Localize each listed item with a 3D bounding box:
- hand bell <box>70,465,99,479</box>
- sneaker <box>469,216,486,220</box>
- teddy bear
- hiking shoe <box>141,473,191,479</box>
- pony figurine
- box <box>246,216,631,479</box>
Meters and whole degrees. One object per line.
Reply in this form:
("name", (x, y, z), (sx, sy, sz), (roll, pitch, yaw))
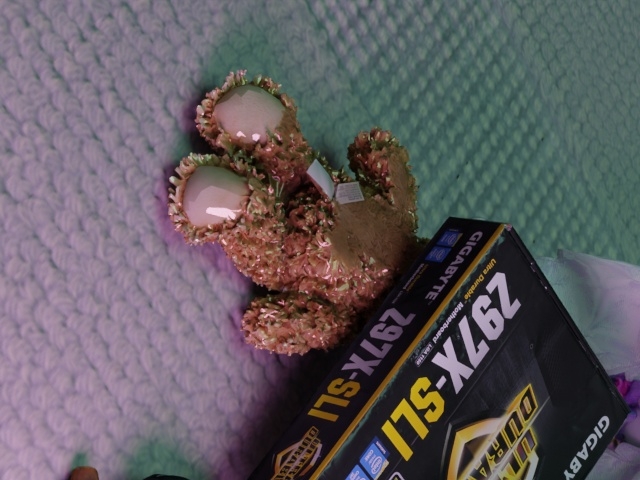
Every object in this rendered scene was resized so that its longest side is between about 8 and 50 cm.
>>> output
("hand bell", (-0.176, 0.279, 1.356), (0.126, 0.126, 0.242), (32, 44, -43))
("sneaker", (0.171, 0.049, 1.859), (0.054, 0.061, 0.152), (12, 70, -48))
("teddy bear", (0.000, 0.000, 1.639), (0.338, 0.113, 0.245), (21, 59, -39))
("hiking shoe", (-0.036, 0.282, 1.479), (0.304, 0.132, 0.113), (50, 45, -32))
("pony figurine", (0.352, 0.183, 1.873), (0.363, 0.351, 0.302), (49, 47, -58))
("box", (0.108, 0.179, 1.593), (0.322, 0.079, 0.257), (-51, 124, -23))
